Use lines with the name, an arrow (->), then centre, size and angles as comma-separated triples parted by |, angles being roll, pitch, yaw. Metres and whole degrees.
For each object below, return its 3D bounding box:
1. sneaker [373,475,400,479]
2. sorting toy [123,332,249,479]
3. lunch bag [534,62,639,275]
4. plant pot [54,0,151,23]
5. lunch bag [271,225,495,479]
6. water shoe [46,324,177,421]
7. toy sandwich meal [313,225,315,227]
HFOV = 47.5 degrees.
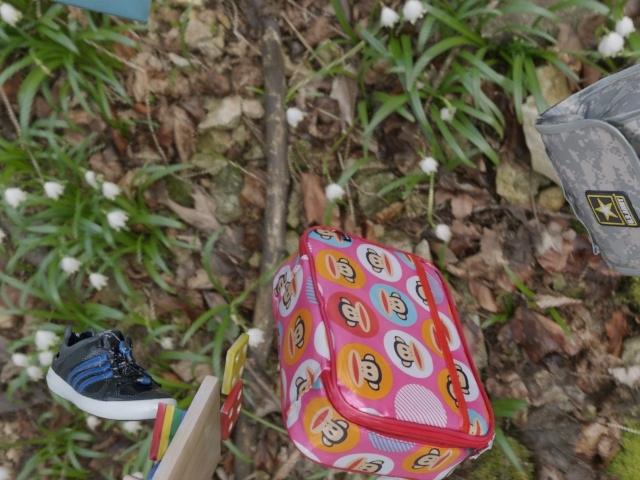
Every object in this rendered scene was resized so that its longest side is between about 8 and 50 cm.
sneaker -> 0.120, 0.370, 0.988 | 0.054, 0.152, 0.061 | -52, 30, -11
sorting toy -> -0.132, 0.200, 0.653 | 0.046, 0.132, 0.274 | 14, 42, 9
lunch bag -> 0.421, -0.090, 0.847 | 0.287, 0.235, 0.169 | -22, 22, 35
plant pot -> -0.334, -0.412, 0.937 | 0.166, 0.234, 0.166 | 115, 150, -48
lunch bag -> 0.080, 0.133, 0.856 | 0.120, 0.258, 0.293 | -53, 32, 33
water shoe -> -0.219, 0.132, 0.746 | 0.203, 0.073, 0.080 | 5, 83, 41
toy sandwich meal -> 0.000, 0.000, 1.946 | 0.029, 0.085, 0.086 | -27, 60, 8
